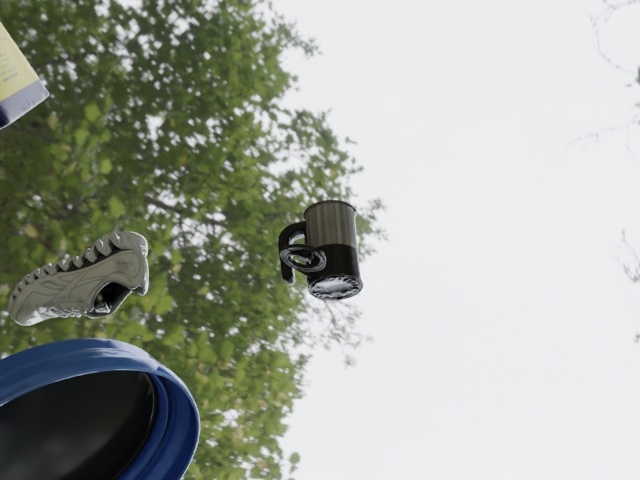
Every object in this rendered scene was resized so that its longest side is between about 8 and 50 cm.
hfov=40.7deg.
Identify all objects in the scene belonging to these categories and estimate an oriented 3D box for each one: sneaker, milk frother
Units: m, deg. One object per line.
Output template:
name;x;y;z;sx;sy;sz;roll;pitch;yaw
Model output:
sneaker;-0.431;0.092;1.532;0.292;0.110;0.118;-26;-115;15
milk frother;0.000;0.000;1.287;0.129;0.143;0.135;-1;-121;-7

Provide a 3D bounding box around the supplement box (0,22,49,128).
supplement box;-0.524;-0.258;1.015;0.194;0.356;0.195;-30;-162;8

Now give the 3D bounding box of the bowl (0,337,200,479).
bowl;-0.340;0.281;1.073;0.391;0.391;0.077;-45;-127;2
